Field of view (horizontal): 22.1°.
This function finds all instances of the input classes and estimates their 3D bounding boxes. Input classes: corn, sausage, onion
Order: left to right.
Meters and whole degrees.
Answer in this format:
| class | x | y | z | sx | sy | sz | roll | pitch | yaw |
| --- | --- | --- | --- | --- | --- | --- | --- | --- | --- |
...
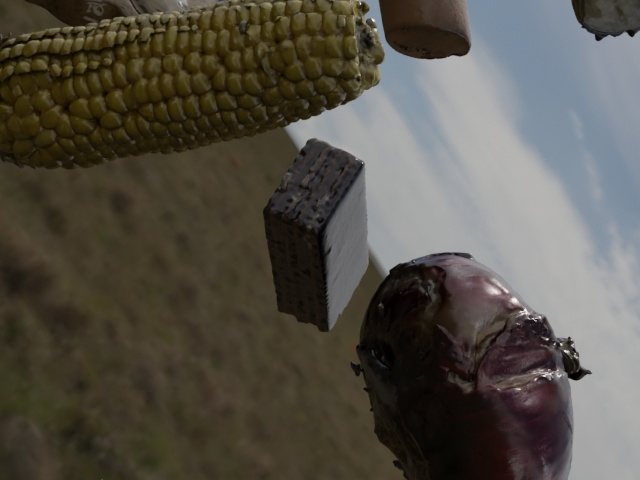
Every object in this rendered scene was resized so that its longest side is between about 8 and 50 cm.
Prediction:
| class | x | y | z | sx | sy | sz | roll | pitch | yaw |
| --- | --- | --- | --- | --- | --- | --- | --- | --- | --- |
| corn | -0.110 | -0.116 | 1.199 | 0.115 | 0.318 | 0.115 | -6 | 90 | -74 |
| sausage | 0.132 | -0.375 | 2.249 | 0.123 | 0.123 | 0.253 | 59 | 22 | -77 |
| onion | 0.163 | 0.154 | 1.733 | 0.314 | 0.232 | 0.314 | 57 | -20 | 34 |

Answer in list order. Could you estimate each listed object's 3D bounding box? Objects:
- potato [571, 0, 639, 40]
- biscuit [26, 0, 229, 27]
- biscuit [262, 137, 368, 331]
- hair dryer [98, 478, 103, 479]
| class | x | y | z | sx | sy | sz | roll | pitch | yaw |
| --- | --- | --- | --- | --- | --- | --- | --- | --- | --- |
| potato | 0.334 | -0.347 | 1.769 | 0.098 | 0.138 | 0.243 | -110 | -163 | -68 |
| biscuit | -0.117 | -0.203 | 1.417 | 0.320 | 0.047 | 0.183 | 28 | 37 | -9 |
| biscuit | 0.000 | 0.000 | 1.760 | 0.070 | 0.106 | 0.252 | 25 | -24 | 16 |
| hair dryer | -0.145 | 0.313 | 1.658 | 0.195 | 0.075 | 0.219 | 55 | -39 | -3 |
